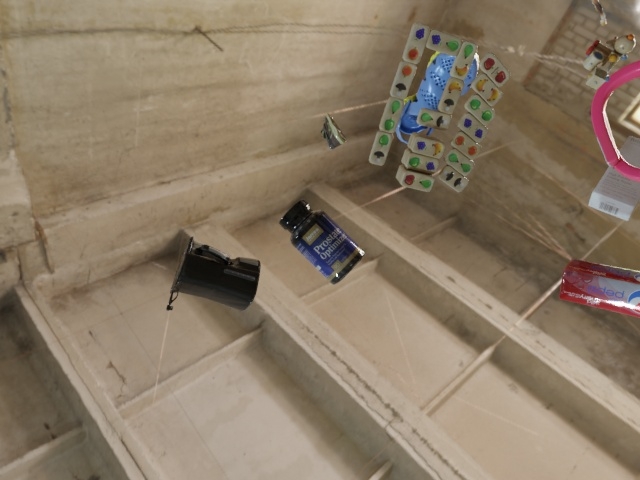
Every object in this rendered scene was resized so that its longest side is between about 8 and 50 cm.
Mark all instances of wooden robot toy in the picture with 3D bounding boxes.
[{"bbox_3d":[0.604,-0.394,0.985,0.076,0.079,0.173,42,-114,8],"label":"wooden robot toy"}]

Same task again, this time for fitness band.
[{"bbox_3d":[0.730,-0.266,1.056,0.054,0.208,0.291,20,-122,-44],"label":"fitness band"}]

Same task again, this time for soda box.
[{"bbox_3d":[0.718,0.119,1.125,0.263,0.084,0.092,13,-156,36],"label":"soda box"}]

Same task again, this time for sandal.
[{"bbox_3d":[0.283,-0.348,1.198,0.126,0.317,0.138,25,-121,-5],"label":"sandal"}]

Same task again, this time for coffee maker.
[{"bbox_3d":[-0.240,0.100,1.089,0.178,0.120,0.171,21,-101,-18],"label":"coffee maker"}]

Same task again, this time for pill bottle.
[{"bbox_3d":[0.000,0.000,1.241,0.219,0.123,0.123,44,-137,2],"label":"pill bottle"}]

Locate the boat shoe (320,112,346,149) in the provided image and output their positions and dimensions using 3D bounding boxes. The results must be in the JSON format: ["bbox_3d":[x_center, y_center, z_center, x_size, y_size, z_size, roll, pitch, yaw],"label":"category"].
[{"bbox_3d":[0.024,-0.283,1.232,0.056,0.049,0.152,47,-166,-31],"label":"boat shoe"}]

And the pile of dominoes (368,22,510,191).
[{"bbox_3d":[0.206,-0.206,0.801,0.195,0.251,0.040,11,-156,-13],"label":"pile of dominoes"}]

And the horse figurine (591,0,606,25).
[{"bbox_3d":[0.609,-0.625,1.128,0.174,0.066,0.263,39,-160,-48],"label":"horse figurine"}]

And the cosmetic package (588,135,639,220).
[{"bbox_3d":[0.888,-0.181,1.374,0.117,0.085,0.231,30,-105,30],"label":"cosmetic package"}]
